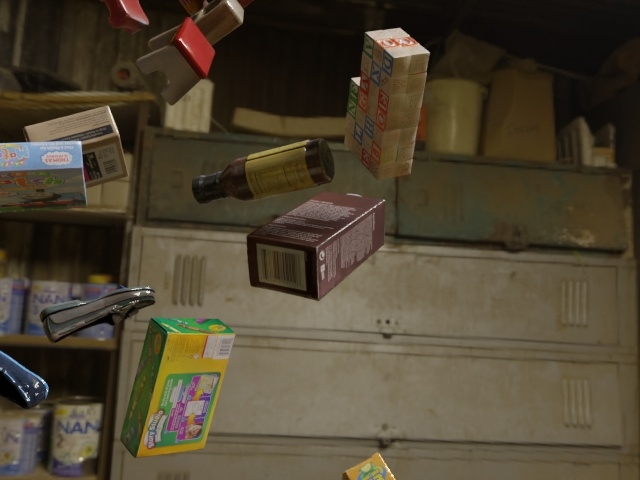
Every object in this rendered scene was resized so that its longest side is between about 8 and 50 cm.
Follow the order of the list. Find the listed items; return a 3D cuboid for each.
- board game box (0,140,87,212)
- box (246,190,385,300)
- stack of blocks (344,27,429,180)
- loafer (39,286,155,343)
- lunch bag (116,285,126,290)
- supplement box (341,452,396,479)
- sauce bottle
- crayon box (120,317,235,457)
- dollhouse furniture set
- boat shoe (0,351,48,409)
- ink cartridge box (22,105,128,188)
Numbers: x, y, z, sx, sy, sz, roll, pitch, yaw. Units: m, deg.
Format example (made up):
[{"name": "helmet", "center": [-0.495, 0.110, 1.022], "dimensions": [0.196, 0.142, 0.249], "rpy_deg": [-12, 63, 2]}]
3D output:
[{"name": "board game box", "center": [-0.382, -0.076, 0.855], "dimensions": [0.160, 0.039, 0.211], "rpy_deg": [-5, -9, -18]}, {"name": "box", "center": [0.000, 0.000, 1.655], "dimensions": [0.191, 0.143, 0.381], "rpy_deg": [10, 25, 27]}, {"name": "stack of blocks", "center": [0.139, -0.305, 1.487], "dimensions": [0.087, 0.297, 0.171], "rpy_deg": [-14, 44, -21]}, {"name": "loafer", "center": [-0.518, 0.180, 1.604], "dimensions": [0.267, 0.084, 0.096], "rpy_deg": [-12, -26, -26]}, {"name": "lunch bag", "center": [-0.549, 0.172, 1.893], "dimensions": [0.067, 0.065, 0.098], "rpy_deg": [30, -15, -2]}, {"name": "supplement box", "center": [0.086, 0.480, 1.262], "dimensions": [0.078, 0.080, 0.233], "rpy_deg": [-25, -34, -17]}, {"name": "sauce bottle", "center": [-0.140, -0.154, 1.594], "dimensions": [0.344, 0.111, 0.111], "rpy_deg": [-10, -11, 21]}, {"name": "crayon box", "center": [-0.297, 0.303, 1.408], "dimensions": [0.165, 0.278, 0.081], "rpy_deg": [8, 13, -43]}, {"name": "dollhouse furniture set", "center": [-0.203, -0.391, 1.017], "dimensions": [0.152, 0.374, 0.201], "rpy_deg": [-29, -60, 18]}, {"name": "boat shoe", "center": [-0.842, 0.353, 1.767], "dimensions": [0.258, 0.109, 0.089], "rpy_deg": [21, 25, 7]}, {"name": "ink cartridge box", "center": [-0.571, -0.206, 1.605], "dimensions": [0.193, 0.088, 0.235], "rpy_deg": [-20, -14, -15]}]
